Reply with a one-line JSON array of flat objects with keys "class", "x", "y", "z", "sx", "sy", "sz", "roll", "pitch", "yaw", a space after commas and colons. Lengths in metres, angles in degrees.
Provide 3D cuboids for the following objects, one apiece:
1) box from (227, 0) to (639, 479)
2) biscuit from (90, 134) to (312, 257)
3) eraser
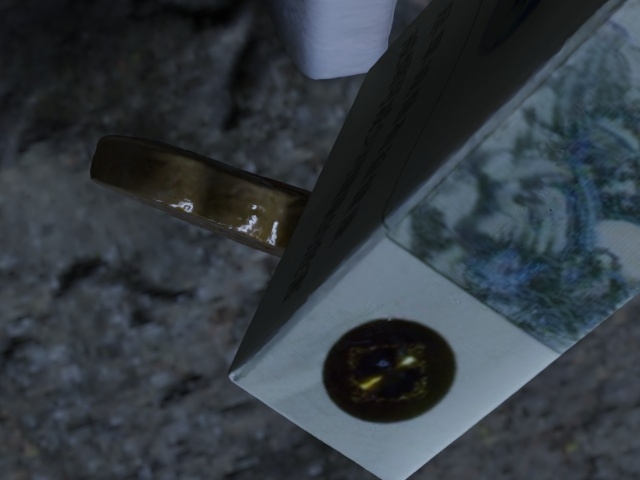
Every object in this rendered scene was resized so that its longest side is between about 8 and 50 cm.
[{"class": "box", "x": 0.083, "y": -0.056, "z": 0.538, "sx": 0.256, "sy": 0.069, "sz": 0.164, "roll": -46, "pitch": -165, "yaw": 45}, {"class": "biscuit", "x": 0.006, "y": 0.001, "z": 1.148, "sx": 0.320, "sy": 0.047, "sz": 0.183, "roll": 22, "pitch": 179, "yaw": -14}, {"class": "eraser", "x": 0.007, "y": -0.215, "z": 1.025, "sx": 0.095, "sy": 0.174, "sz": 0.270, "roll": -9, "pitch": 166, "yaw": -5}]
